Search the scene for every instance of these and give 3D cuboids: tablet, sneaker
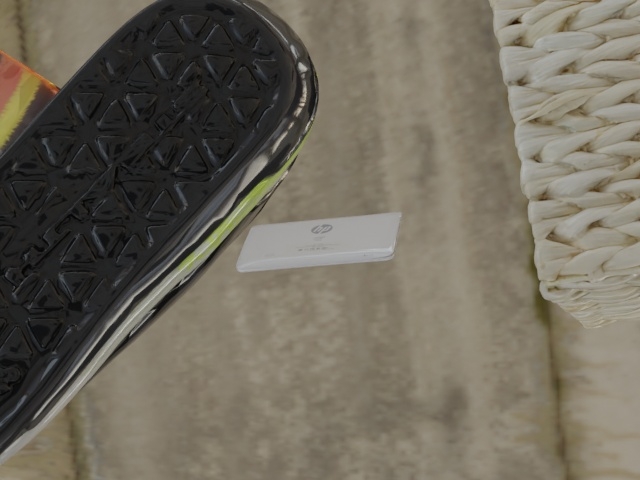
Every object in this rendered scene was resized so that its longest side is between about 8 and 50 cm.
[{"bbox_3d":[0.000,0.000,0.866,0.083,0.054,0.006,-5,-65,11],"label":"tablet"},{"bbox_3d":[-0.086,0.017,0.525,0.235,0.097,0.084,-39,-103,-10],"label":"sneaker"}]

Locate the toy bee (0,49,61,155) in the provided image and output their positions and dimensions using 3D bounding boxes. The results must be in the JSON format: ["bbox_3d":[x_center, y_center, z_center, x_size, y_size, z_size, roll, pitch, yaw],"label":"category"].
[{"bbox_3d":[-0.249,-0.108,0.827,0.298,0.162,0.195,10,-83,-22],"label":"toy bee"}]

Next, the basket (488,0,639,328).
[{"bbox_3d":[0.304,-0.100,1.158,0.331,0.328,0.266,-11,-100,13],"label":"basket"}]
